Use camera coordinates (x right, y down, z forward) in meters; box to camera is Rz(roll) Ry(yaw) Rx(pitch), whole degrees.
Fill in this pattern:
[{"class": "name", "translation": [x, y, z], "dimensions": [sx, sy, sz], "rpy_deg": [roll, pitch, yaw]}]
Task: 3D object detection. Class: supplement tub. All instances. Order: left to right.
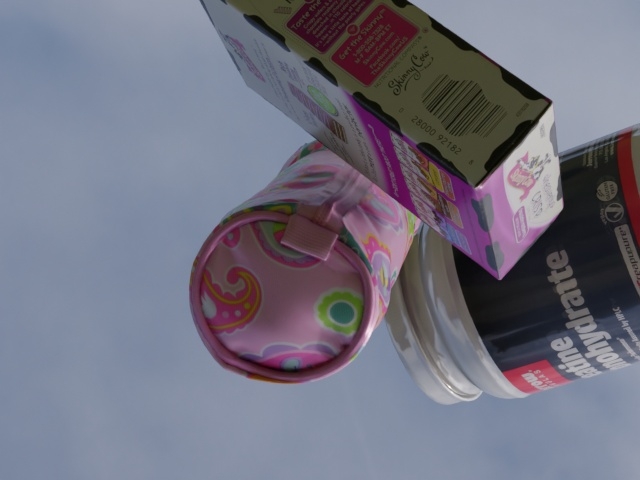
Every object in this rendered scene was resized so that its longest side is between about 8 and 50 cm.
[{"class": "supplement tub", "translation": [0.205, 0.024, 1.227], "dimensions": [0.272, 0.191, 0.191], "rpy_deg": [-21, -140, 25]}]

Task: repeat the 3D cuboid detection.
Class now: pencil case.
[{"class": "pencil case", "translation": [0.000, 0.000, 0.977], "dimensions": [0.124, 0.124, 0.284], "rpy_deg": [9, -163, 9]}]

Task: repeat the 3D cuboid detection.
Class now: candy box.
[{"class": "candy box", "translation": [0.038, -0.092, 0.892], "dimensions": [0.233, 0.159, 0.071], "rpy_deg": [38, -99, 21]}]
